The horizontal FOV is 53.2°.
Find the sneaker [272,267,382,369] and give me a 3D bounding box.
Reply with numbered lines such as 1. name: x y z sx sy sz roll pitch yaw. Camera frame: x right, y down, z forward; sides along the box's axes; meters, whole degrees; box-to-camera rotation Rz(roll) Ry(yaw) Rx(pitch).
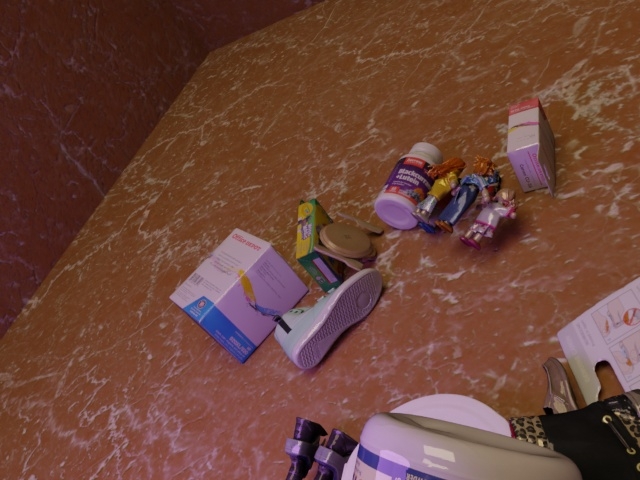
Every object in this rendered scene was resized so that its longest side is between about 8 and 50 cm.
1. sneaker: 0.006 0.138 1.339 0.256 0.094 0.151 -45 32 -11

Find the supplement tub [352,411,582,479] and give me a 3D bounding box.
1. supplement tub: 0.129 0.364 0.663 0.235 0.235 0.324 3 77 45

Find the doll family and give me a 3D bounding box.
1. doll family: 0.279 -0.095 1.285 0.163 0.118 0.263 -53 25 -4

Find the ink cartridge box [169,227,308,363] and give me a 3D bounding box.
1. ink cartridge box: -0.184 0.121 1.468 0.232 0.168 0.171 -47 35 -14

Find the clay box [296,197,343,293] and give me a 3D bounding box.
1. clay box: 0.000 0.000 1.478 0.053 0.127 0.222 -24 36 21

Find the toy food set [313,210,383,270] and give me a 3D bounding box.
1. toy food set: 0.059 0.009 1.422 0.132 0.038 0.192 25 33 8

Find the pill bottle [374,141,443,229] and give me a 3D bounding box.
1. pill bottle: 0.208 -0.129 1.454 0.108 0.108 0.193 0 49 43

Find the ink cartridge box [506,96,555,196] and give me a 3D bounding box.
1. ink cartridge box: 0.431 -0.184 1.303 0.067 0.115 0.198 -14 40 31

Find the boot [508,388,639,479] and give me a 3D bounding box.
1. boot: 0.337 0.305 0.760 0.179 0.085 0.236 -10 57 5

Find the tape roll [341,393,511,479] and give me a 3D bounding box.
1. tape roll: 0.168 0.365 0.908 0.286 0.100 0.286 -25 36 20

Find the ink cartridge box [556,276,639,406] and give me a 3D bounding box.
1. ink cartridge box: 0.547 0.150 0.859 0.385 0.091 0.308 -42 30 26

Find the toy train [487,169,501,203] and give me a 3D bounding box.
1. toy train: 0.357 -0.094 1.337 0.027 0.036 0.158 -13 41 34

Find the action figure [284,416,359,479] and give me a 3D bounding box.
1. action figure: -0.040 0.438 1.027 0.185 0.099 0.285 8 58 39

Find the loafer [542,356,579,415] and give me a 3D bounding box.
1. loafer: 0.348 0.235 0.933 0.050 0.056 0.148 -21 37 14
